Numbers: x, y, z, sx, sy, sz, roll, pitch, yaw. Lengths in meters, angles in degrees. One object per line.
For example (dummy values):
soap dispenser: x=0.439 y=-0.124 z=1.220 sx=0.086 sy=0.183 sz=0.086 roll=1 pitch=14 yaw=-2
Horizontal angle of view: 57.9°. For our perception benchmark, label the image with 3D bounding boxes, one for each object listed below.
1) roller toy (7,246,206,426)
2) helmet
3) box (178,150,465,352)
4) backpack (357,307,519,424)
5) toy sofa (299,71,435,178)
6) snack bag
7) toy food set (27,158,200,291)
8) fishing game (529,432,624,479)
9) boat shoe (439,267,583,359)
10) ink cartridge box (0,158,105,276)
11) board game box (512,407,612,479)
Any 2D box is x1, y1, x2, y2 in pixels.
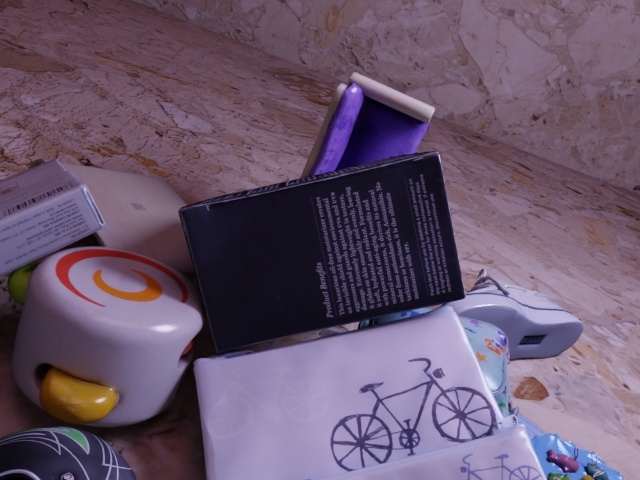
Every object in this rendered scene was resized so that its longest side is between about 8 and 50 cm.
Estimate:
roller toy: x=-0.236 y=0.110 z=0.655 sx=0.191 sy=0.146 sz=0.209 roll=3 pitch=25 yaw=-47
helmet: x=-0.218 y=0.224 z=0.444 sx=0.162 sy=0.169 sz=0.169 roll=-13 pitch=40 yaw=-19
box: x=0.000 y=0.000 z=0.778 sx=0.294 sy=0.182 sz=0.296 roll=-12 pitch=7 yaw=0
backpack: x=0.126 y=0.206 z=0.725 sx=0.225 sy=0.191 sz=0.253 roll=14 pitch=36 yaw=10
toy sofa: x=0.051 y=-0.089 z=0.992 sx=0.150 sy=0.362 sz=0.177 roll=26 pitch=21 yaw=5
snack bag: x=0.048 y=0.224 z=0.558 sx=0.323 sy=0.037 sz=0.342 roll=-12 pitch=51 yaw=-4
toy food set: x=-0.303 y=-0.016 z=0.913 sx=0.306 sy=0.092 sz=0.220 roll=44 pitch=23 yaw=32
fishing game: x=0.358 y=0.327 z=0.773 sx=0.264 sy=0.041 sz=0.189 roll=26 pitch=25 yaw=6
boat shoe: x=0.321 y=0.122 z=1.063 sx=0.367 sy=0.135 sz=0.156 roll=7 pitch=32 yaw=-34
ink cartridge box: x=-0.420 y=-0.006 z=0.694 sx=0.275 sy=0.060 sz=0.239 roll=-29 pitch=26 yaw=-21
board game box: x=0.359 y=0.358 z=0.790 sx=0.281 sy=0.027 sz=0.145 roll=35 pitch=29 yaw=22
